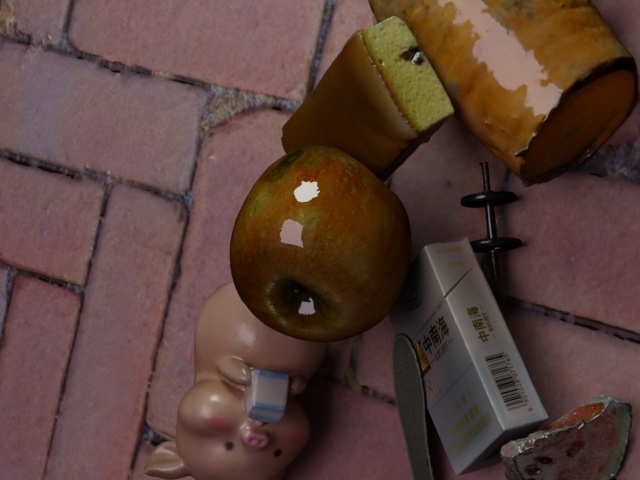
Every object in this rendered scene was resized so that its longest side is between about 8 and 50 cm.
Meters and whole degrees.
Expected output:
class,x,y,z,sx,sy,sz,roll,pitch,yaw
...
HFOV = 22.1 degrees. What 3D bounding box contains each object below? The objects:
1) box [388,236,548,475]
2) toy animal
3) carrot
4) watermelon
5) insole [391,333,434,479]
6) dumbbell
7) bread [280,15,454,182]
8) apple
class,x,y,z,sx,sy,sz,roll,pitch,yaw
box,0.167,0.137,1.938,0.243,0.067,0.155,67,151,21
toy animal,-0.085,0.194,2.090,0.213,0.195,0.256,149,137,-66
carrot,0.202,-0.250,1.885,0.224,0.224,0.341,-50,64,24
watermelon,0.265,0.239,1.862,0.187,0.139,0.071,-64,30,18
insole,0.114,0.226,2.006,0.080,0.003,0.232,6,106,65
dumbbell,0.204,-0.022,1.958,0.069,0.069,0.147,-10,81,37
bread,0.047,-0.137,1.965,0.138,0.077,0.361,59,159,5
apple,0.000,0.000,1.931,0.237,0.237,0.207,-14,42,37
